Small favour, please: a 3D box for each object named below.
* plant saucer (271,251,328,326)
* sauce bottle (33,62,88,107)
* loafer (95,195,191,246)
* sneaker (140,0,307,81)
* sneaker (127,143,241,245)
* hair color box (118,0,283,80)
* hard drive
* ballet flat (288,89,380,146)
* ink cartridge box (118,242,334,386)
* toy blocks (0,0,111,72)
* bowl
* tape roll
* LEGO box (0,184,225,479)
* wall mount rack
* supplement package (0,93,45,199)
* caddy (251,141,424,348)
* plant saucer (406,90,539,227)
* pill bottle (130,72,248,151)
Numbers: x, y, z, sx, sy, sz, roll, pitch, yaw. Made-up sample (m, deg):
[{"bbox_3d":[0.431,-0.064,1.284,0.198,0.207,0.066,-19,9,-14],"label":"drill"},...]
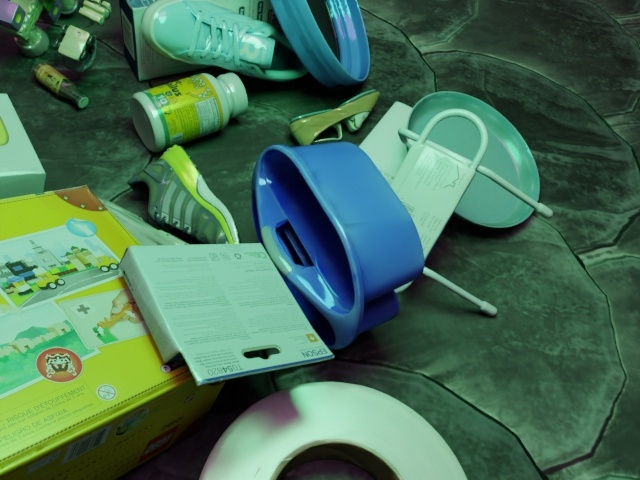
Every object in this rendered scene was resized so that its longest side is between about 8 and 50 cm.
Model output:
[{"bbox_3d":[-0.030,0.092,1.127,0.200,0.037,0.200,6,52,-8],"label":"plant saucer"},{"bbox_3d":[-0.517,-0.309,1.330,0.128,0.042,0.042,34,54,17],"label":"sauce bottle"},{"bbox_3d":[-0.317,0.013,1.081,0.320,0.112,0.111,26,85,25],"label":"loafer"},{"bbox_3d":[-0.167,-0.400,1.324,0.366,0.135,0.150,-2,17,-43],"label":"sneaker"},{"bbox_3d":[-0.227,-0.032,1.154,0.121,0.111,0.300,-31,60,-15],"label":"sneaker"},{"bbox_3d":[-0.245,-0.473,1.430,0.347,0.173,0.105,-18,55,-24],"label":"hair color box"},{"bbox_3d":[0.173,-0.149,1.353,0.203,0.040,0.307,29,52,11],"label":"hard drive"},{"bbox_3d":[0.039,-0.249,1.396,0.232,0.080,0.073,-25,90,-25],"label":"ballet flat"},{"bbox_3d":[-0.123,0.096,0.878,0.223,0.045,0.224,0,44,-43],"label":"ink cartridge box"},{"bbox_3d":[-0.547,-0.506,1.381,0.309,0.260,0.288,24,83,-2],"label":"toy blocks"},{"bbox_3d":[-0.009,-0.513,1.413,0.077,0.391,0.391,-17,48,23],"label":"bowl"},{"bbox_3d":[0.019,0.380,0.895,0.392,0.072,0.392,6,52,-8],"label":"tape roll"},{"bbox_3d":[-0.411,0.148,0.796,0.372,0.193,0.500,43,34,21],"label":"LEGO box"},{"bbox_3d":[0.223,-0.036,1.166,0.304,0.130,0.350,30,91,14],"label":"wall mount rack"},{"bbox_3d":[-0.582,-0.118,1.074,0.194,0.149,0.203,-11,55,-40],"label":"supplement package"},{"bbox_3d":[0.000,0.000,1.030,0.179,0.241,0.341,-15,57,-27],"label":"caddy"},{"bbox_3d":[0.301,-0.159,1.342,0.318,0.044,0.317,12,59,-22],"label":"plant saucer"},{"bbox_3d":[-0.252,-0.258,1.299,0.208,0.117,0.117,-25,62,-27],"label":"pill bottle"}]
